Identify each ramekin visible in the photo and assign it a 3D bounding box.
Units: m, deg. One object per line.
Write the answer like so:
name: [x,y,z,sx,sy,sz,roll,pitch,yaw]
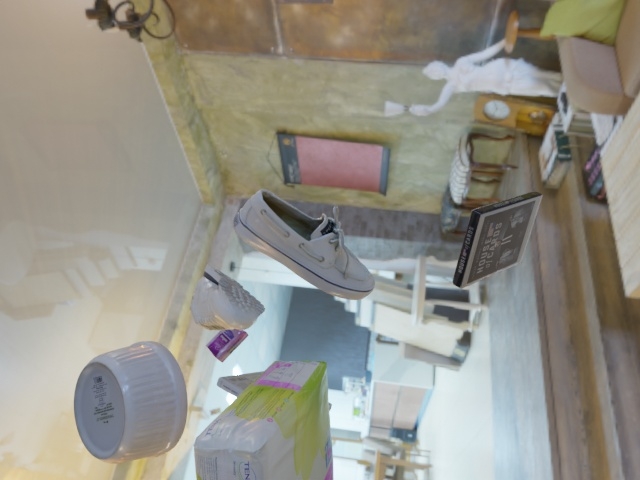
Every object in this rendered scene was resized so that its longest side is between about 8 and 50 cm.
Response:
ramekin: [-0.341,0.287,0.918,0.109,0.207,0.207,3,-87,-52]

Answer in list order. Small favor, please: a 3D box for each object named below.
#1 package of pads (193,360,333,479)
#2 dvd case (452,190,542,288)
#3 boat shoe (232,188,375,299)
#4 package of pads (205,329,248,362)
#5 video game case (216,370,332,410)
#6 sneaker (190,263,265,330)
package of pads: [-0.062,0.314,0.737,0.296,0.101,0.229,-28,-65,-72]
dvd case: [0.391,-0.005,1.145,0.238,0.029,0.179,-16,-55,-37]
boat shoe: [-0.001,-0.006,1.166,0.156,0.367,0.136,-49,17,29]
package of pads: [-0.200,0.214,1.115,0.083,0.050,0.032,-46,-32,-13]
video game case: [-0.089,0.315,1.061,0.190,0.173,0.022,19,-89,-62]
sneaker: [-0.166,0.116,0.879,0.095,0.090,0.235,-55,22,-5]
